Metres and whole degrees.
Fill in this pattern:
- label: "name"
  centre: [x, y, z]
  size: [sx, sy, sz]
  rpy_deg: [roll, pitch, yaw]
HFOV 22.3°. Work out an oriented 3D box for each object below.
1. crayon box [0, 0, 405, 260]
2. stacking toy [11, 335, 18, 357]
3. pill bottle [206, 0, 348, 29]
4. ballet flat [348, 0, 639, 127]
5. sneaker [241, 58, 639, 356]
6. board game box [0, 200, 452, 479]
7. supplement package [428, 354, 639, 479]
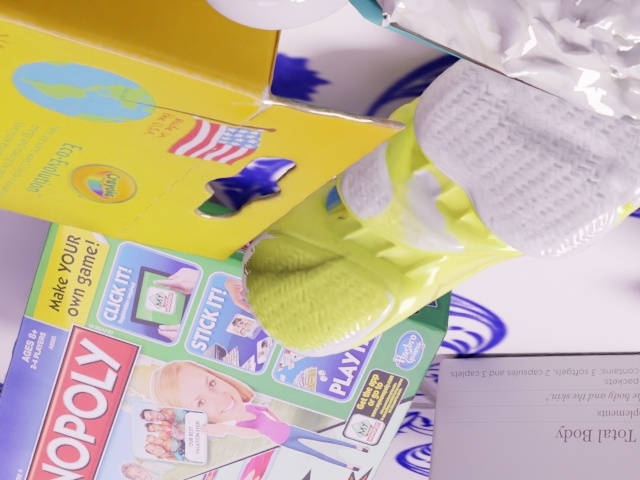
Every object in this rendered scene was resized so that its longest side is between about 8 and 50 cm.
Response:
- label: "crayon box"
  centre: [-0.146, -0.084, 0.619]
  size: [0.319, 0.081, 0.202]
  rpy_deg: [16, 160, -20]
- label: "stacking toy"
  centre: [-0.071, 0.137, 1.177]
  size: [0.175, 0.165, 0.302]
  rpy_deg: [-13, 168, 26]
- label: "pill bottle"
  centre: [-0.022, -0.120, 0.470]
  size: [0.078, 0.078, 0.137]
  rpy_deg: [4, 161, 10]
- label: "ballet flat"
  centre: [0.197, -0.060, 0.428]
  size: [0.409, 0.147, 0.147]
  rpy_deg: [15, 160, -21]
- label: "sneaker"
  centre: [0.075, -0.033, 0.713]
  size: [0.240, 0.091, 0.126]
  rpy_deg: [-27, -178, 33]
- label: "board game box"
  centre: [-0.081, 0.118, 0.937]
  size: [0.213, 0.046, 0.317]
  rpy_deg: [18, 126, -6]
- label: "supplement package"
  centre: [0.196, 0.231, 1.114]
  size: [0.199, 0.262, 0.198]
  rpy_deg: [-4, 158, 28]
